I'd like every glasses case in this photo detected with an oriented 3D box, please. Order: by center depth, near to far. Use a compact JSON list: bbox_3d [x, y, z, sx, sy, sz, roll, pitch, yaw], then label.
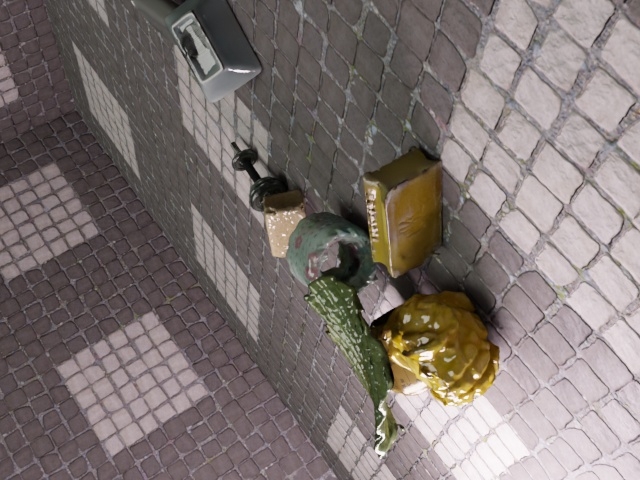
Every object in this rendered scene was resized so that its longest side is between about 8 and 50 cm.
[{"bbox_3d":[-0.384,-0.566,1.967,0.308,0.083,0.128,37,166,18],"label":"glasses case"}]

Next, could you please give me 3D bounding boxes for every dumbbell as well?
[{"bbox_3d":[-0.184,-0.183,2.100,0.254,0.110,0.110,55,160,29],"label":"dumbbell"}]

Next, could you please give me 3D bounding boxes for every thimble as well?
[{"bbox_3d":[0.032,0.041,1.804,0.211,0.185,0.149,31,180,-36],"label":"thimble"}]

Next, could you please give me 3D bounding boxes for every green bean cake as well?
[{"bbox_3d":[-0.089,-0.042,2.021,0.179,0.109,0.085,84,180,-46],"label":"green bean cake"}]

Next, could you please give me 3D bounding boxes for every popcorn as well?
[{"bbox_3d":[0.245,0.213,1.527,0.250,0.190,0.250,40,149,30],"label":"popcorn"}]

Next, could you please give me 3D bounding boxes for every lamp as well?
[{"bbox_3d":[0.199,0.249,1.728,0.185,0.161,0.161,60,159,-5],"label":"lamp"}]

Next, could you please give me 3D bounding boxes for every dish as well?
[{"bbox_3d":[-0.275,-0.466,1.816,0.182,0.080,0.243,-25,96,33],"label":"dish"}]

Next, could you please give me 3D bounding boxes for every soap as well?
[{"bbox_3d":[0.160,-0.049,1.432,0.076,0.135,0.233,40,152,41],"label":"soap"}]

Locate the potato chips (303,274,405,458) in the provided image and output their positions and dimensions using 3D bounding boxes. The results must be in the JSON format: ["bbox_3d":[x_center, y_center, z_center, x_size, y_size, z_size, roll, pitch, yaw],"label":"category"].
[{"bbox_3d":[0.083,0.275,1.651,0.373,0.097,0.389,74,170,-46],"label":"potato chips"}]
